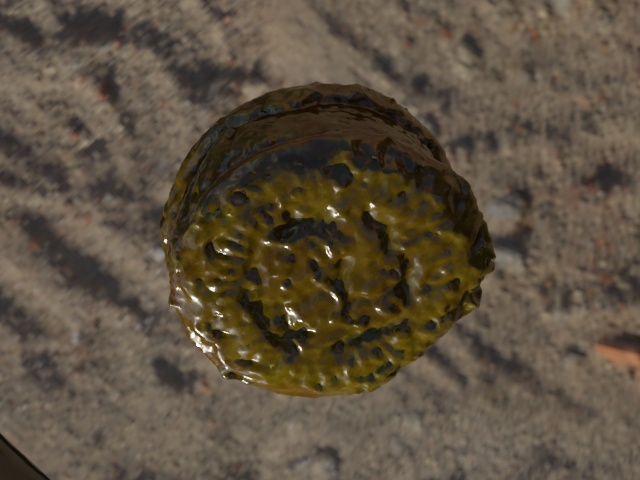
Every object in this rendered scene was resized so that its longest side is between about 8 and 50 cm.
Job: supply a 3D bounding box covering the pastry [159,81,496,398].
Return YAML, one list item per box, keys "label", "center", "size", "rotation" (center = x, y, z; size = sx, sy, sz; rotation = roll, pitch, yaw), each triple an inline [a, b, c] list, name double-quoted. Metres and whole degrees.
- label: "pastry"
  center: [0.000, 0.000, 0.958]
  size: [0.188, 0.103, 0.189]
  rotation: [-4, 122, -7]

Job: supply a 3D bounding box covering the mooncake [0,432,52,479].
- label: "mooncake"
  center: [-0.213, 0.178, 0.671]
  size: [0.351, 0.187, 0.351]
  rotation: [32, 151, 20]
